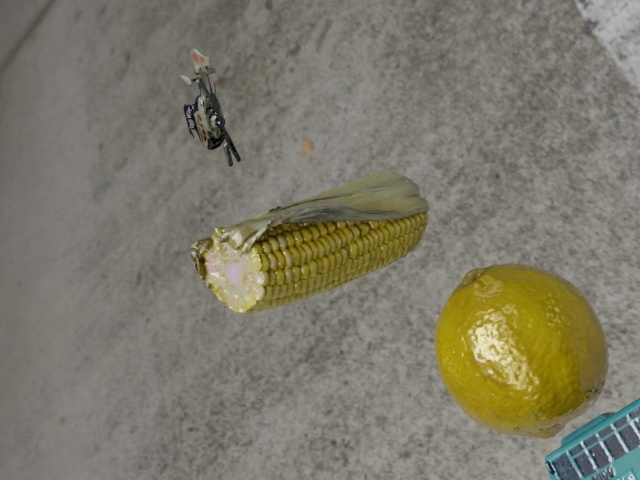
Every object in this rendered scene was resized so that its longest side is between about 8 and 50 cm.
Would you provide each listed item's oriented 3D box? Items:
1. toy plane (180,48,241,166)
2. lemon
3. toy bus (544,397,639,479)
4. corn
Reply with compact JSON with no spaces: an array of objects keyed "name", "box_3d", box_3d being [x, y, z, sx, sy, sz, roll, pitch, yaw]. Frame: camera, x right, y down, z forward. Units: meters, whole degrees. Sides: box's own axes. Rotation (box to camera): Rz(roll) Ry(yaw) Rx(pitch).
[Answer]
[{"name":"toy plane","box_3d":[-0.108,-0.128,0.822,0.049,0.031,0.120,31,143,43]},{"name":"lemon","box_3d":[0.322,0.175,1.382,0.293,0.293,0.293,-19,63,42]},{"name":"toy bus","box_3d":[0.446,0.301,1.198,0.256,0.128,0.147,-44,55,32]},{"name":"corn","box_3d":[-0.002,-0.004,1.006,0.123,0.305,0.122,23,121,43]}]
